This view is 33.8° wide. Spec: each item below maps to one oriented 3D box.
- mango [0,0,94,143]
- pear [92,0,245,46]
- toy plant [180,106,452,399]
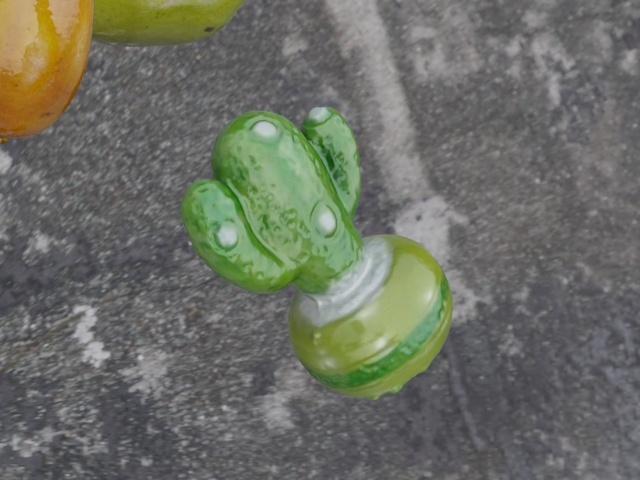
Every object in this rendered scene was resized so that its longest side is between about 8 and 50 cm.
[{"bbox_3d":[-0.093,-0.070,0.315,0.046,0.089,0.060,-8,44,-35],"label":"mango"},{"bbox_3d":[-0.192,-0.333,1.059,0.294,0.294,0.294,6,76,-27],"label":"pear"},{"bbox_3d":[0.000,0.000,1.098,0.316,0.184,0.224,52,59,-29],"label":"toy plant"}]
